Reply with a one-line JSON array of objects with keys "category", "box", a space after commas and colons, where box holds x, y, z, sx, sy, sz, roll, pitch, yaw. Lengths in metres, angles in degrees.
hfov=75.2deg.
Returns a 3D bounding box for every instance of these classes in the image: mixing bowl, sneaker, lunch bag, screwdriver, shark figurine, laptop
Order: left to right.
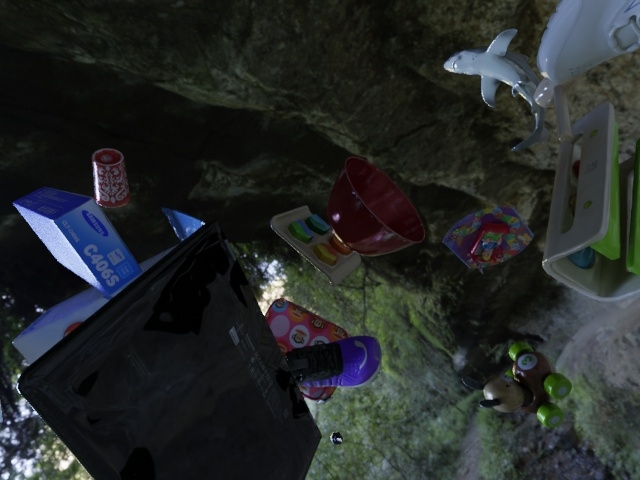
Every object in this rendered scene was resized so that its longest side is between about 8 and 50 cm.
[{"category": "laptop", "box": [-0.178, 0.182, 0.576, 0.236, 0.382, 0.408, -10, 25, 27]}, {"category": "lunch bag", "box": [-0.068, 0.335, 1.222, 0.258, 0.292, 0.120, -60, -26, -11]}, {"category": "sneaker", "box": [0.001, 0.278, 0.924, 0.146, 0.102, 0.293, 15, -32, -36]}, {"category": "screwdriver", "box": [0.029, 0.353, 0.733, 0.025, 0.024, 0.170, -34, -19, -11]}, {"category": "mixing bowl", "box": [0.077, -0.042, 0.699, 0.098, 0.182, 0.181, -42, -17, 30]}, {"category": "shark figurine", "box": [0.409, -0.328, 0.852, 0.116, 0.278, 0.166, -41, -3, -31]}, {"category": "sneaker", "box": [0.421, -0.304, 0.514, 0.111, 0.130, 0.297, 30, -51, -35]}]

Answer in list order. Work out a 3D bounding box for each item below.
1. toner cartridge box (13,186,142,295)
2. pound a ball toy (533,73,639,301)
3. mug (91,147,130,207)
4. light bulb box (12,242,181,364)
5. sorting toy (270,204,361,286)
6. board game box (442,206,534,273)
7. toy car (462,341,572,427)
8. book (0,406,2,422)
[{"category": "toner cartridge box", "box": [-0.495, -0.011, 0.830, 0.075, 0.347, 0.165, -42, -54, -31]}, {"category": "pound a ball toy", "box": [0.394, -0.095, 0.633, 0.319, 0.208, 0.136, -65, 6, -30]}, {"category": "mug", "box": [-0.705, -0.219, 1.376, 0.113, 0.150, 0.169, -28, -28, -37]}, {"category": "light bulb box", "box": [-0.387, 0.247, 0.951, 0.360, 0.358, 0.225, -28, 14, -11]}, {"category": "sorting toy", "box": [0.000, 0.000, 0.991, 0.038, 0.208, 0.193, -49, -9, 26]}, {"category": "board game box", "box": [0.311, 0.009, 0.756, 0.133, 0.033, 0.168, -32, -49, 28]}, {"category": "toy car", "box": [0.429, 0.331, 0.948, 0.188, 0.155, 0.149, -2, -71, -10]}, {"category": "book", "box": [-0.726, 0.323, 0.868, 0.035, 0.145, 0.096, -16, -8, 12]}]
